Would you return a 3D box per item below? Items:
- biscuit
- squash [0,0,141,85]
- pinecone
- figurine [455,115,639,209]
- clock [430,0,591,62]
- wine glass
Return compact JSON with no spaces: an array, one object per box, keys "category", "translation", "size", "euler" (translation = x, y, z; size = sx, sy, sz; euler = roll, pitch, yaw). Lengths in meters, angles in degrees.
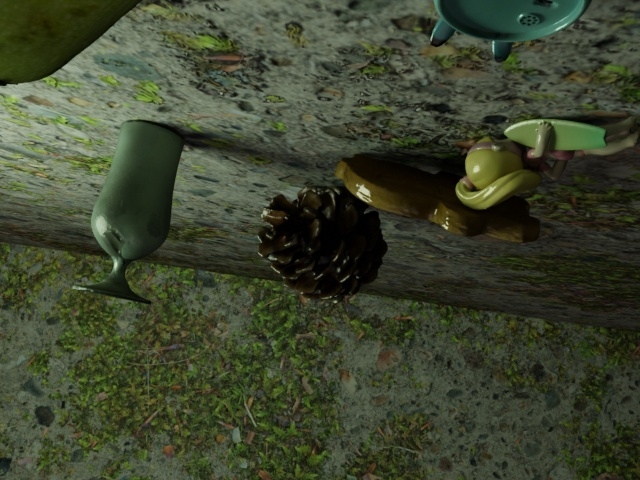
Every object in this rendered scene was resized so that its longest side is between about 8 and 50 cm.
[{"category":"biscuit","translation":[0.137,-0.051,0.733],"size":[0.248,0.035,0.184],"euler":[15,-158,0]},{"category":"squash","translation":[-0.114,-0.172,0.286],"size":[0.287,0.137,0.137],"euler":[-7,162,44]},{"category":"pinecone","translation":[0.001,-0.002,0.964],"size":[0.204,0.179,0.184],"euler":[34,-158,-28]},{"category":"figurine","translation":[0.227,-0.084,0.624],"size":[0.187,0.083,0.083],"euler":[-10,161,33]},{"category":"clock","translation":[0.115,-0.159,0.369],"size":[0.108,0.045,0.147],"euler":[10,170,-3]},{"category":"wine glass","translation":[-0.251,-0.037,0.808],"size":[0.103,0.231,0.103],"euler":[10,171,2]}]
